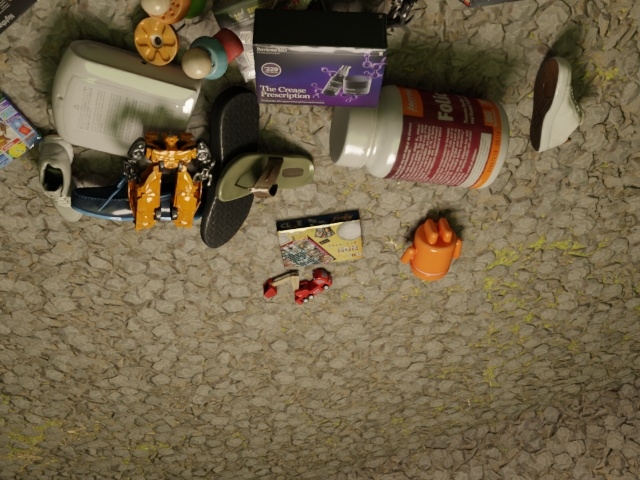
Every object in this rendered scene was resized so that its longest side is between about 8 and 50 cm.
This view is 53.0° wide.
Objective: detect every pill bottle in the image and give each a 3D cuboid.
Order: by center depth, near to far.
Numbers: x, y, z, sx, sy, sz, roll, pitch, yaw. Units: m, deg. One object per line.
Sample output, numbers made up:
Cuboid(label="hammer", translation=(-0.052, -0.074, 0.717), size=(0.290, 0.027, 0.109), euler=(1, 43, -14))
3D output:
Cuboid(label="pill bottle", translation=(0.232, -0.255, 1.560), size=(0.392, 0.224, 0.224), euler=(5, 134, -14))

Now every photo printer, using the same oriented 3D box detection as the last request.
Cuboid(label="photo printer", translation=(-0.455, -0.314, 1.484), size=(0.307, 0.107, 0.256), euler=(12, 132, -18))

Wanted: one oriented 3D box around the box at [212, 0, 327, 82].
Cuboid(label="box", translation=(-0.097, -0.471, 1.415), size=(0.231, 0.056, 0.183), euler=(-17, 133, 9))

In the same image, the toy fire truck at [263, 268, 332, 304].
Cuboid(label="toy fire truck", translation=(-0.073, 0.140, 2.033), size=(0.192, 0.047, 0.135), euler=(-34, 128, 23))

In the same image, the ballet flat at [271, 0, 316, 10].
Cuboid(label="ballet flat", translation=(-0.034, -0.505, 1.295), size=(0.077, 0.091, 0.241), euler=(38, 118, -15))

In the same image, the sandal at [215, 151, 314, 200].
Cuboid(label="sandal", translation=(-0.127, -0.160, 1.618), size=(0.303, 0.086, 0.120), euler=(-14, 130, -35))

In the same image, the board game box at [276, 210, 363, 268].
Cuboid(label="board game box", translation=(0.000, 0.000, 1.907), size=(0.243, 0.042, 0.165), euler=(-8, 135, 0))

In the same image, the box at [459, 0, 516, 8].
Cuboid(label="box", translation=(0.350, -0.534, 1.291), size=(0.233, 0.159, 0.044), euler=(-16, 140, -22))

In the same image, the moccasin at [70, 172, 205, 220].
Cuboid(label="moccasin", translation=(-0.469, -0.127, 1.672), size=(0.342, 0.138, 0.117), euler=(-2, 120, -30))

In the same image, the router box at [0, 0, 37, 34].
Cuboid(label="router box", translation=(-0.751, -0.498, 1.277), size=(0.309, 0.081, 0.243), euler=(-29, 131, 20))

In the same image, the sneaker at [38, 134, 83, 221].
Cuboid(label="sneaker", translation=(-0.666, -0.131, 1.627), size=(0.099, 0.121, 0.262), euler=(-3, 135, -4))

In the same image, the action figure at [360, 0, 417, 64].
Cuboid(label="action figure", translation=(0.121, -0.488, 1.360), size=(0.141, 0.164, 0.276), euler=(6, 139, -21))

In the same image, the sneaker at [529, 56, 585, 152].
Cuboid(label="sneaker", translation=(0.606, -0.350, 1.612), size=(0.123, 0.106, 0.290), euler=(-13, 146, 0))

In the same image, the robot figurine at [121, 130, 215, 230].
Cuboid(label="robot figurine", translation=(-0.367, -0.145, 1.522), size=(0.211, 0.085, 0.291), euler=(-2, 136, -22))

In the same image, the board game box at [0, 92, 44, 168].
Cuboid(label="board game box", translation=(-0.785, -0.237, 1.518), size=(0.201, 0.035, 0.136), euler=(-34, 133, -3))

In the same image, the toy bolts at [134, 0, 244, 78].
Cuboid(label="toy bolts", translation=(-0.297, -0.408, 1.316), size=(0.228, 0.158, 0.218), euler=(44, 120, -7))

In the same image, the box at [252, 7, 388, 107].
Cuboid(label="box", translation=(-0.003, -0.369, 1.316), size=(0.261, 0.103, 0.184), euler=(1, 151, -1))

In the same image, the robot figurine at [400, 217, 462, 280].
Cuboid(label="robot figurine", translation=(0.335, 0.033, 1.929), size=(0.158, 0.128, 0.219), euler=(-37, 147, -34))

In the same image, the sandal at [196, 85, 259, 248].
Cuboid(label="sandal", translation=(-0.244, -0.186, 1.638), size=(0.167, 0.107, 0.446), euler=(-24, 136, -45))
